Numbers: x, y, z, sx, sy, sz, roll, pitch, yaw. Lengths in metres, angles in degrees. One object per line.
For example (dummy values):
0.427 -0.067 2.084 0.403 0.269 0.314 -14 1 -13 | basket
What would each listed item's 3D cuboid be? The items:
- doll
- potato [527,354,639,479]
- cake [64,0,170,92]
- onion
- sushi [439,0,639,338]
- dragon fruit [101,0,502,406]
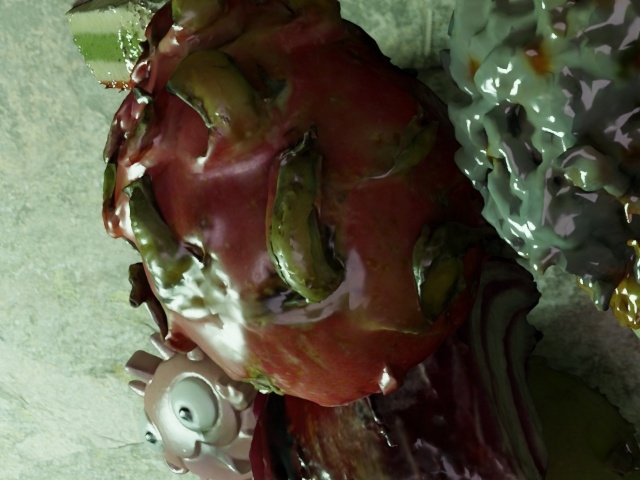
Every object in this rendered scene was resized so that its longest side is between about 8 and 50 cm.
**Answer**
-0.105 0.176 1.176 0.211 0.093 0.262 44 132 -4 | doll
0.123 0.234 1.038 0.359 0.219 0.269 3 85 32 | potato
-0.119 -0.188 0.951 0.220 0.117 0.086 12 134 58 | cake
0.039 0.124 0.911 0.280 0.314 0.146 -21 130 20 | onion
0.263 -0.119 0.622 0.418 0.176 0.417 -12 121 -20 | sushi
-0.019 -0.044 0.760 0.269 0.250 0.291 0 123 54 | dragon fruit
